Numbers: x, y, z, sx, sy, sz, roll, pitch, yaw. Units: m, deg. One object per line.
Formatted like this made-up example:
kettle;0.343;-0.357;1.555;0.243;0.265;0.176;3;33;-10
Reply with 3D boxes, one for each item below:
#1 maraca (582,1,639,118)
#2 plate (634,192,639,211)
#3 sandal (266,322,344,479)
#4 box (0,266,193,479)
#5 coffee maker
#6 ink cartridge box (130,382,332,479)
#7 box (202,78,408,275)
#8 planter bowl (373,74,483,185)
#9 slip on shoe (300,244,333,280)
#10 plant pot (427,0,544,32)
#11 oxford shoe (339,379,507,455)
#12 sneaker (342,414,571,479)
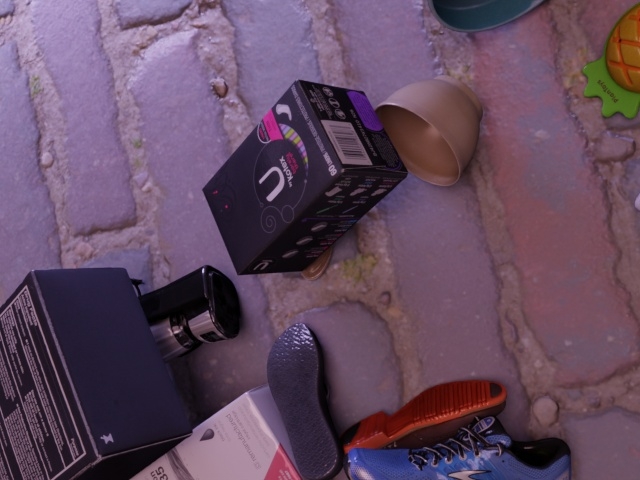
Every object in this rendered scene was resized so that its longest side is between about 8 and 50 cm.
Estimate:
maraca;0.452;-0.256;1.060;0.127;0.099;0.186;56;129;21
plate;0.625;-0.088;1.017;0.278;0.045;0.277;36;98;16
sandal;-0.023;0.254;1.187;0.097;0.054;0.255;-24;58;19
box;-0.389;0.240;1.156;0.294;0.182;0.296;-39;67;31
coffee maker;-0.237;0.110;1.257;0.178;0.120;0.171;-24;79;15
ink cartridge box;-0.150;0.395;1.213;0.283;0.117;0.207;-37;77;13
box;-0.031;-0.085;1.125;0.270;0.143;0.165;-43;62;37
planter bowl;0.172;-0.176;1.127;0.162;0.162;0.109;36;72;17
slip on shoe;0.000;0.000;1.224;0.051;0.041;0.135;29;96;18
plant pot;0.216;-0.487;1.075;0.271;0.271;0.255;-34;62;14
oxford shoe;0.163;0.291;1.140;0.271;0.097;0.098;-25;100;19
sneaker;0.192;0.304;1.045;0.330;0.130;0.147;5;104;-12
